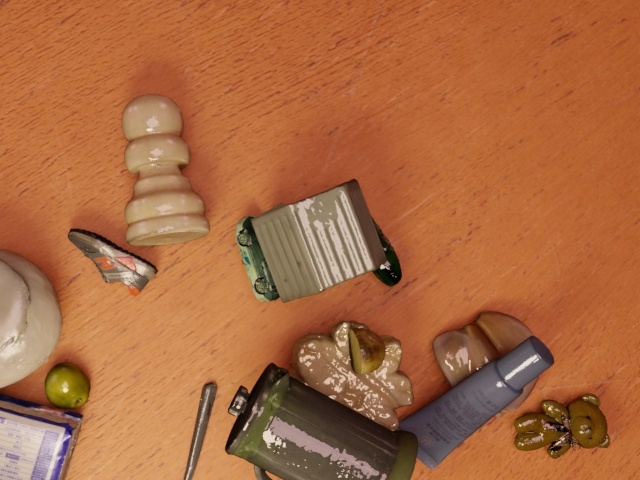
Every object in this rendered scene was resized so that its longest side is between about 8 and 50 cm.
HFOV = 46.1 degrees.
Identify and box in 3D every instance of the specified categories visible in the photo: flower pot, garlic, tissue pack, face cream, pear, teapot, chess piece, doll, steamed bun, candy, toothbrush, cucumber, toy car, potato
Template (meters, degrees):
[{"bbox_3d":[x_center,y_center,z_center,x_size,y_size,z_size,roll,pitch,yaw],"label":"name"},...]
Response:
[{"bbox_3d":[0.000,0.000,1.520,0.239,0.209,0.190,-22,91,-15],"label":"flower pot"},{"bbox_3d":[0.378,0.267,1.619,0.217,0.110,0.228,-30,91,-13],"label":"garlic"},{"bbox_3d":[-0.609,0.395,1.431,0.269,0.137,0.209,16,100,-6],"label":"tissue pack"},{"bbox_3d":[0.310,0.332,1.540,0.135,0.086,0.385,42,117,-5],"label":"face cream"},{"bbox_3d":[-0.504,0.288,1.489,0.092,0.092,0.097,-39,51,-9],"label":"pear"},{"bbox_3d":[-0.025,0.390,1.397,0.336,0.200,0.270,30,121,-4],"label":"teapot"},{"bbox_3d":[-0.323,-0.148,1.514,0.166,0.167,0.300,-8,83,-9],"label":"chess piece"},{"bbox_3d":[0.528,0.413,1.640,0.209,0.097,0.137,-12,94,-4],"label":"doll"},{"bbox_3d":[0.036,0.309,1.549,0.292,0.137,0.296,-11,94,-11],"label":"steamed bun"},{"bbox_3d":[-0.631,0.148,1.427,0.295,0.185,0.296,-1,83,7],"label":"candy"},{"bbox_3d":[-0.258,0.439,1.545,0.030,0.030,0.298,17,82,-34],"label":"toothbrush"},{"bbox_3d":[0.105,-0.004,1.615,0.069,0.069,0.227,-31,87,-10],"label":"cucumber"},{"bbox_3d":[-0.129,0.038,1.573,0.093,0.058,0.186,-18,88,-54],"label":"toy car"},{"bbox_3d":[0.095,0.214,1.441,0.066,0.103,0.096,-10,93,-9],"label":"potato"}]

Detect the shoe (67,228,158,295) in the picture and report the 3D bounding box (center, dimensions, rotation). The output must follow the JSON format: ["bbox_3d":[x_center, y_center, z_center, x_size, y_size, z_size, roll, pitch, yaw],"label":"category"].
[{"bbox_3d":[-0.430,0.044,1.523,0.194,0.074,0.077,29,88,-8],"label":"shoe"}]
